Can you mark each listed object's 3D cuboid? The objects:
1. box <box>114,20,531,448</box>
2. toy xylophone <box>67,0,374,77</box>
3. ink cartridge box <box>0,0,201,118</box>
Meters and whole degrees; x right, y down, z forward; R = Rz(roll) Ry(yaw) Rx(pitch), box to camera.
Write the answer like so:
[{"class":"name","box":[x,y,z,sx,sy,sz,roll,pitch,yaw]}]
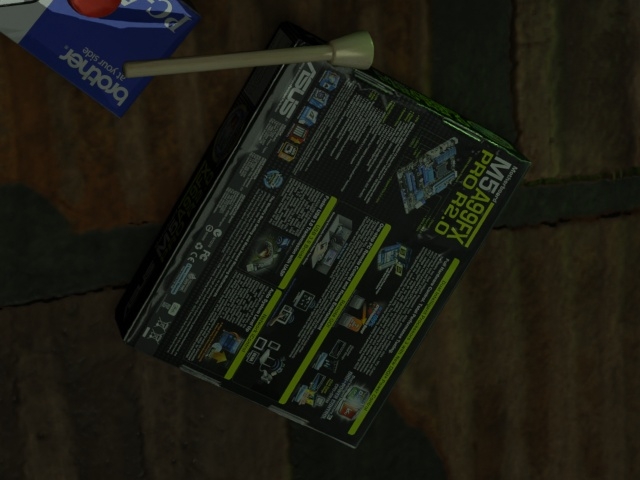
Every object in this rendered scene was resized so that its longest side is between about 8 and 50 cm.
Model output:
[{"class":"box","box":[0.000,0.000,1.454,0.216,0.060,0.270,26,102,-22]},{"class":"toy xylophone","box":[-0.064,-0.233,1.306,0.323,0.081,0.236,-1,106,-24]},{"class":"ink cartridge box","box":[-0.195,-0.187,1.341,0.207,0.046,0.097,36,99,-23]}]
